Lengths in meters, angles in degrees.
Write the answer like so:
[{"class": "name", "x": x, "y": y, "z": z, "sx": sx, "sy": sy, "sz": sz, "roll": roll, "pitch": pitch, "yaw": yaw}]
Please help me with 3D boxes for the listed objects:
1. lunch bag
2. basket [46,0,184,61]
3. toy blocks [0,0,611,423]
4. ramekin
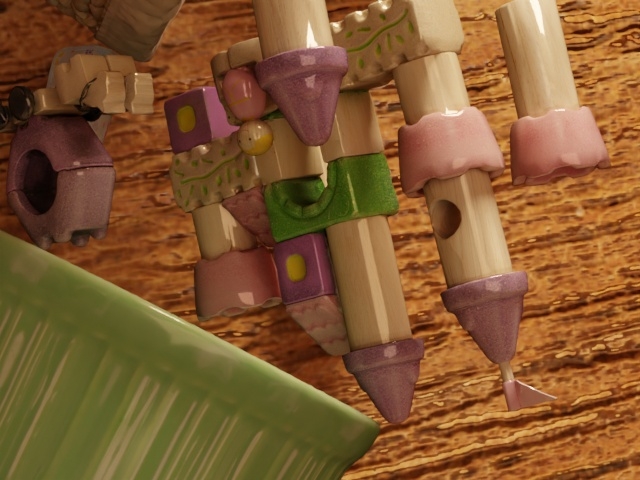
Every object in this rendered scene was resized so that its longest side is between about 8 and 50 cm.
[{"class": "lunch bag", "x": -0.173, "y": -0.100, "z": 1.058, "sx": 0.053, "sy": 0.083, "sz": 0.071, "roll": 15, "pitch": 80, "yaw": -16}, {"class": "basket", "x": -0.122, "y": -0.326, "z": 0.892, "sx": 0.266, "sy": 0.331, "sz": 0.328, "roll": 31, "pitch": 82, "yaw": -7}, {"class": "toy blocks", "x": 0.000, "y": 0.000, "z": 0.957, "sx": 0.309, "sy": 0.288, "sz": 0.260, "roll": -5, "pitch": 82, "yaw": -46}, {"class": "ramekin", "x": -0.128, "y": 0.117, "z": 0.940, "sx": 0.303, "sy": 0.303, "sz": 0.148, "roll": 28, "pitch": 83, "yaw": -13}]
